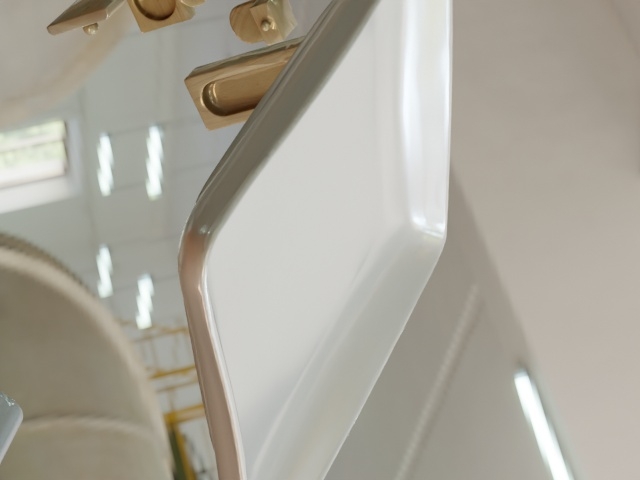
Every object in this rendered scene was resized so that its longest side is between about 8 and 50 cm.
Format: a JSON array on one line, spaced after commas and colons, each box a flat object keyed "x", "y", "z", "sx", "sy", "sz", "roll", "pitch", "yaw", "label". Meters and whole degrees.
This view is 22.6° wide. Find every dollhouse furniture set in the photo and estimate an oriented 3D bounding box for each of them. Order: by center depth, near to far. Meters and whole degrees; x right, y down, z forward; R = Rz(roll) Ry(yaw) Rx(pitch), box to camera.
[{"x": -0.098, "y": -0.144, "z": 1.261, "sx": 0.151, "sy": 0.144, "sz": 0.123, "roll": 65, "pitch": 31, "yaw": -22, "label": "dollhouse furniture set"}]

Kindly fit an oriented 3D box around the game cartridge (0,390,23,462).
[{"x": -0.408, "y": 0.145, "z": 1.311, "sx": 0.062, "sy": 0.297, "sz": 0.198, "roll": -52, "pitch": -167, "yaw": 36, "label": "game cartridge"}]

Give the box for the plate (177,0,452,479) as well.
[{"x": 0.000, "y": 0.000, "z": 0.839, "sx": 0.278, "sy": 0.045, "sz": 0.277, "roll": 85, "pitch": 28, "yaw": -48, "label": "plate"}]
